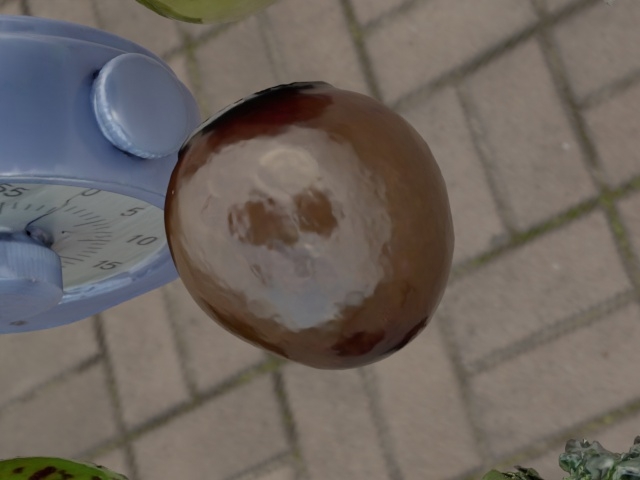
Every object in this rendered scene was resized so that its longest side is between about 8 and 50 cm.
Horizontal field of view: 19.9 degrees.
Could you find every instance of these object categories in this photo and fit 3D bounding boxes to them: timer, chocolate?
[{"bbox_3d":[-0.254,-0.032,1.399,0.395,0.395,0.173,-17,69,27],"label":"timer"},{"bbox_3d":[0.000,0.000,1.033,0.177,0.177,0.176,-10,71,30],"label":"chocolate"}]

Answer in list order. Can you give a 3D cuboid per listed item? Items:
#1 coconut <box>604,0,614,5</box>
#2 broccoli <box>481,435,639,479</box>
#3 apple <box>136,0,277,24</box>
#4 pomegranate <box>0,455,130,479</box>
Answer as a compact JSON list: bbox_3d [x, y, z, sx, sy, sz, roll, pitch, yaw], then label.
[{"bbox_3d":[0.027,-0.268,0.426,0.346,0.346,0.360,52,137,32],"label":"coconut"},{"bbox_3d":[0.218,0.216,1.324,0.199,0.275,0.177,0,96,-2],"label":"broccoli"},{"bbox_3d":[-0.100,-0.259,1.109,0.262,0.262,0.262,-10,71,30],"label":"apple"},{"bbox_3d":[-0.179,0.258,1.293,0.211,0.263,0.211,-5,81,32],"label":"pomegranate"}]
